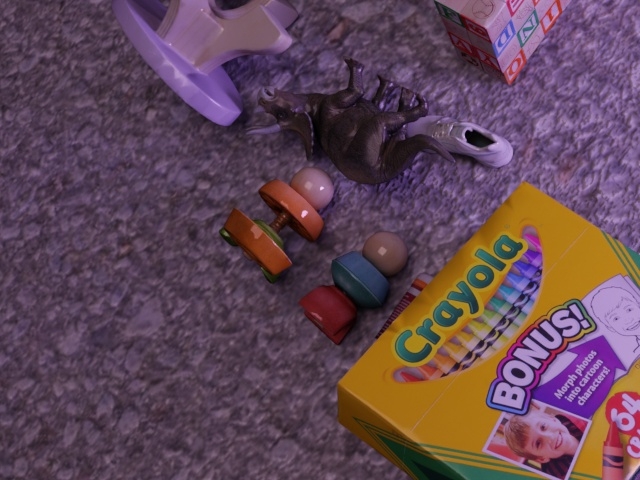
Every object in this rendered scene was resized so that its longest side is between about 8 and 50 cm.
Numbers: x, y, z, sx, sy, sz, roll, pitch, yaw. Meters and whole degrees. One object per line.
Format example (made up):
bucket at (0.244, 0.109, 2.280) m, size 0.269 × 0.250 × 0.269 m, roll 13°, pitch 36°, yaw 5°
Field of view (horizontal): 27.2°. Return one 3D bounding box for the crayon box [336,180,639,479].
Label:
crayon box at (0.251, 0.150, 1.517) m, size 0.313 × 0.106 × 0.363 m, roll 35°, pitch 64°, yaw 19°

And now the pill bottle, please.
pill bottle at (0.119, 0.124, 1.666) m, size 0.086 × 0.086 × 0.152 m, roll 34°, pitch 86°, yaw 25°

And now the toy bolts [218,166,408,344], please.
toy bolts at (0.000, 0.000, 1.698) m, size 0.228 × 0.218 × 0.158 m, roll 43°, pitch 83°, yaw 7°

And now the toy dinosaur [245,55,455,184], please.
toy dinosaur at (0.063, -0.140, 1.753) m, size 0.313 × 0.121 × 0.160 m, roll 33°, pitch 97°, yaw 31°

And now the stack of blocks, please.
stack of blocks at (0.283, -0.371, 1.725) m, size 0.087 × 0.171 × 0.297 m, roll 34°, pitch 85°, yaw 25°

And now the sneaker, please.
sneaker at (0.178, -0.140, 1.746) m, size 0.152 × 0.061 × 0.054 m, roll 15°, pitch 80°, yaw 24°

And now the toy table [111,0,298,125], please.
toy table at (-0.159, -0.306, 1.828) m, size 0.161 × 0.252 × 0.274 m, roll -46°, pitch 70°, yaw 17°
